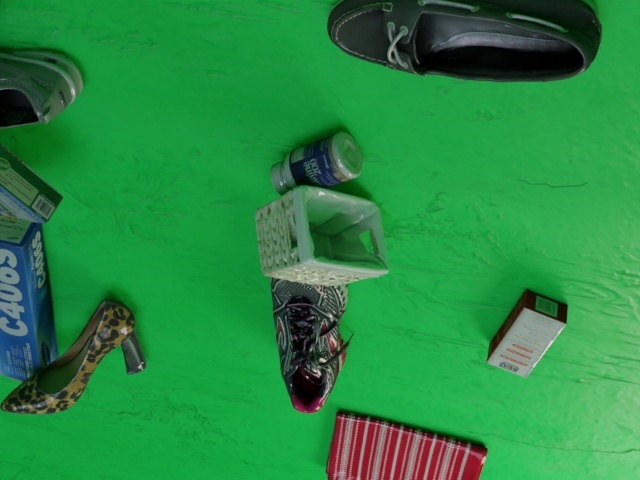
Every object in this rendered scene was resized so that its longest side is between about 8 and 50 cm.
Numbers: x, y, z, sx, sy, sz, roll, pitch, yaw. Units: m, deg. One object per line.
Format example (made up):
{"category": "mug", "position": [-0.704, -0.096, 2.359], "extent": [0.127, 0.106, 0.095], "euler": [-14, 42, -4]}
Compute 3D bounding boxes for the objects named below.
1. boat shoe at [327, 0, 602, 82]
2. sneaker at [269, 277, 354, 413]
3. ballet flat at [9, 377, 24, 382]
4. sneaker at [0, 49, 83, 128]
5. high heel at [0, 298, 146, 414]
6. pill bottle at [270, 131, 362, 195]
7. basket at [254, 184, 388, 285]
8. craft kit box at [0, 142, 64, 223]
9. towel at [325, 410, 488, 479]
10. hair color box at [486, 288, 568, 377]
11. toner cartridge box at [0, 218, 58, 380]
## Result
{"category": "boat shoe", "position": [0.163, -0.246, 1.332], "extent": [0.335, 0.095, 0.112], "euler": [3, 133, 14]}
{"category": "sneaker", "position": [-0.016, 0.145, 1.746], "extent": [0.121, 0.112, 0.299], "euler": [2, 132, 15]}
{"category": "ballet flat", "position": [-0.548, 0.232, 2.040], "extent": [0.168, 0.057, 0.052], "euler": [19, 163, 4]}
{"category": "sneaker", "position": [-0.478, -0.208, 1.547], "extent": [0.281, 0.115, 0.105], "euler": [-1, 132, 17]}
{"category": "high heel", "position": [-0.431, 0.191, 1.874], "extent": [0.261, 0.093, 0.186], "euler": [-21, 138, -12]}
{"category": "pill bottle", "position": [-0.008, -0.101, 1.541], "extent": [0.120, 0.067, 0.067], "euler": [-19, 124, 30]}
{"category": "basket", "position": [0.000, 0.000, 1.560], "extent": [0.103, 0.113, 0.167], "euler": [-22, 158, 40]}
{"category": "craft kit box", "position": [-0.528, -0.120, 1.597], "extent": [0.247, 0.061, 0.250], "euler": [4, 148, 44]}
{"category": "towel", "position": [0.150, 0.399, 1.993], "extent": [0.275, 0.031, 0.199], "euler": [13, 134, 5]}
{"category": "hair color box", "position": [0.312, 0.142, 1.691], "extent": [0.072, 0.043, 0.141], "euler": [22, 134, -4]}
{"category": "toner cartridge box", "position": [-0.544, 0.092, 1.880], "extent": [0.165, 0.075, 0.348], "euler": [13, 135, 7]}
